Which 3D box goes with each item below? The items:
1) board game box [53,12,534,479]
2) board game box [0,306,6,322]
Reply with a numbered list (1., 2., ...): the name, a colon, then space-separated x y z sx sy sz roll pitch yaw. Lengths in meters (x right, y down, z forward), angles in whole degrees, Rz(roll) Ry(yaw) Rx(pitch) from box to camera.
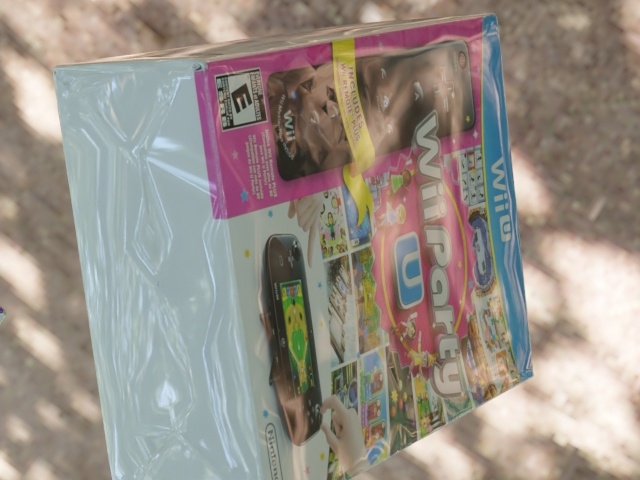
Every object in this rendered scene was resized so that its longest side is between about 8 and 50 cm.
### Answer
1. board game box: 0.000 0.000 1.053 0.097 0.303 0.224 -3 99 30
2. board game box: -0.348 0.038 1.403 0.142 0.144 0.275 40 174 -24
